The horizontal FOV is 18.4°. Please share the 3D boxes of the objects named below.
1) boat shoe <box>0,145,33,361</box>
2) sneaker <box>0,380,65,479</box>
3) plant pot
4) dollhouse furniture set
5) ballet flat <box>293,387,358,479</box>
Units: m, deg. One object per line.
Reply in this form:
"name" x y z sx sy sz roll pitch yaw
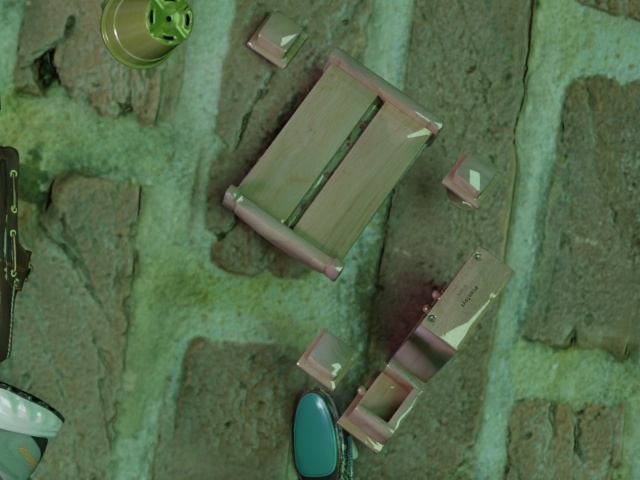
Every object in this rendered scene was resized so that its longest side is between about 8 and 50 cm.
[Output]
"boat shoe" -0.303 0.014 1.851 0.073 0.073 0.207 -8 99 -34
"sneaker" -0.369 0.154 1.807 0.271 0.100 0.108 27 83 -24
"plant pot" -0.161 -0.212 1.923 0.083 0.079 0.083 1 89 -27
"dollhouse furniture set" 0.000 0.000 2.018 0.355 0.174 0.303 36 72 3
"ballet flat" 0.012 0.242 2.024 0.070 0.070 0.188 -3 93 -27
